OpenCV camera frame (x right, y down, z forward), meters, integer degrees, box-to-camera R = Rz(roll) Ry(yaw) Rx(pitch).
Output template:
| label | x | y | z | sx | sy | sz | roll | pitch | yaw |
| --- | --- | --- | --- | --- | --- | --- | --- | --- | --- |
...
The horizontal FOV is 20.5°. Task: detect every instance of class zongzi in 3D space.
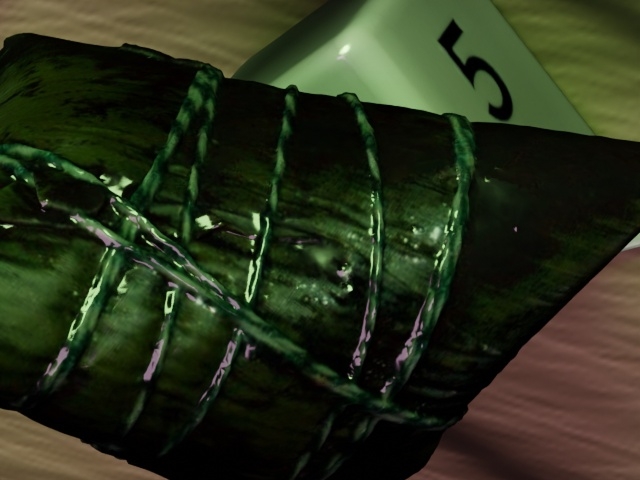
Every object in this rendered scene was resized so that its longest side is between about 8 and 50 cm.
| label | x | y | z | sx | sy | sz | roll | pitch | yaw |
| --- | --- | --- | --- | --- | --- | --- | --- | --- | --- |
| zongzi | 0.000 | 0.000 | 0.957 | 0.383 | 0.319 | 0.362 | 37 | 118 | -23 |

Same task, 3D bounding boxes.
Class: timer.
| label | x | y | z | sx | sy | sz | roll | pitch | yaw |
| --- | --- | --- | --- | --- | --- | --- | --- | --- | --- |
| timer | 0.039 | -0.050 | 1.147 | 0.192 | 0.194 | 0.195 | -32 | 103 | 34 |

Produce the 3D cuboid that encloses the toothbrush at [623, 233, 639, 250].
| label | x | y | z | sx | sy | sz | roll | pitch | yaw |
| --- | --- | --- | --- | --- | --- | --- | --- | --- | --- |
| toothbrush | 0.301 | -0.029 | 1.157 | 0.386 | 0.040 | 0.040 | -18 | 111 | 26 |
